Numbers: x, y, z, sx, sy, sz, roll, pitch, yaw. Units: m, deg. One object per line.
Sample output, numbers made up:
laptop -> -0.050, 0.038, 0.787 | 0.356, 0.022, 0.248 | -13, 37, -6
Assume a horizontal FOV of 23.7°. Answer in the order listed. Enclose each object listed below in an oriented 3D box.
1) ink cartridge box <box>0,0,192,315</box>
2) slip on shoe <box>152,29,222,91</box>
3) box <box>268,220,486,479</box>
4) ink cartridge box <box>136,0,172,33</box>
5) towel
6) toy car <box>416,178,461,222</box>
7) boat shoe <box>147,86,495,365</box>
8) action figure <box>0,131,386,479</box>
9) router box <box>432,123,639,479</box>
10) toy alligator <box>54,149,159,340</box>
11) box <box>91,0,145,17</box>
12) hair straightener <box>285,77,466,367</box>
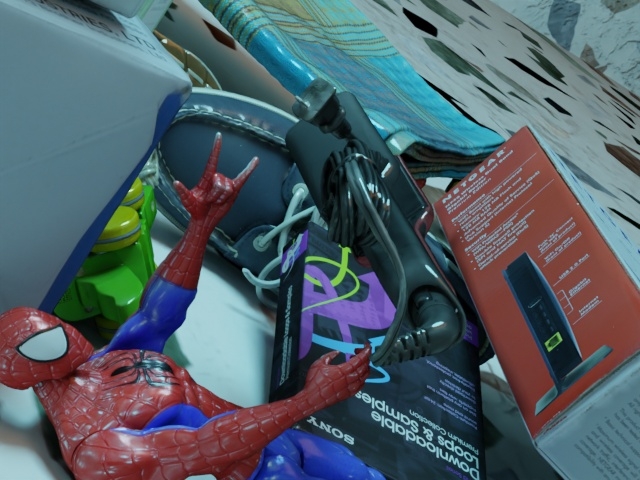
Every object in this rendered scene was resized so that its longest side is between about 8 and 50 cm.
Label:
ink cartridge box -> -0.264, -0.148, 0.626 | 0.270, 0.151, 0.395 | 20, 24, -46
slip on shoe -> -0.118, -0.112, 1.030 | 0.135, 0.051, 0.041 | 40, -31, -17
box -> 0.031, 0.071, 0.767 | 0.116, 0.029, 0.162 | 30, 34, -19
ink cartridge box -> -0.145, -0.227, 0.945 | 0.171, 0.235, 0.056 | 39, 17, 8
towel -> -0.025, -0.182, 1.172 | 0.370, 0.040, 0.271 | 46, 18, 15
toy car -> 0.110, 0.000, 1.163 | 0.239, 0.053, 0.225 | 20, 23, -43
boat shoe -> 0.000, 0.000, 0.871 | 0.254, 0.095, 0.079 | 38, 2, -27
action figure -> 0.006, 0.068, 0.615 | 0.280, 0.139, 0.091 | 26, 17, -24
router box -> 0.218, 0.118, 0.862 | 0.335, 0.082, 0.301 | 45, 12, -20
toy alligator -> -0.106, -0.002, 0.728 | 0.051, 0.056, 0.189 | -8, 25, -1
box -> -0.131, -0.172, 0.542 | 0.170, 0.091, 0.130 | 20, 22, -45
hair straightener -> 0.009, -0.016, 0.606 | 0.089, 0.047, 0.230 | 52, 12, -20
